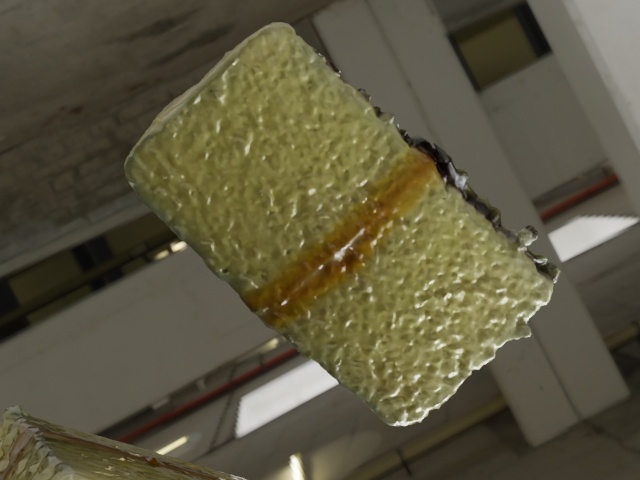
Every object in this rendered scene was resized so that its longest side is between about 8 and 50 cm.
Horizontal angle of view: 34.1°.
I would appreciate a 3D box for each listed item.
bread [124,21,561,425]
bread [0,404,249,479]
[{"bbox_3d":[0.000,0.000,0.682,0.142,0.266,0.178,-53,-165,-25],"label":"bread"},{"bbox_3d":[-0.055,0.234,0.559,0.346,0.404,0.242,145,-34,-81],"label":"bread"}]
